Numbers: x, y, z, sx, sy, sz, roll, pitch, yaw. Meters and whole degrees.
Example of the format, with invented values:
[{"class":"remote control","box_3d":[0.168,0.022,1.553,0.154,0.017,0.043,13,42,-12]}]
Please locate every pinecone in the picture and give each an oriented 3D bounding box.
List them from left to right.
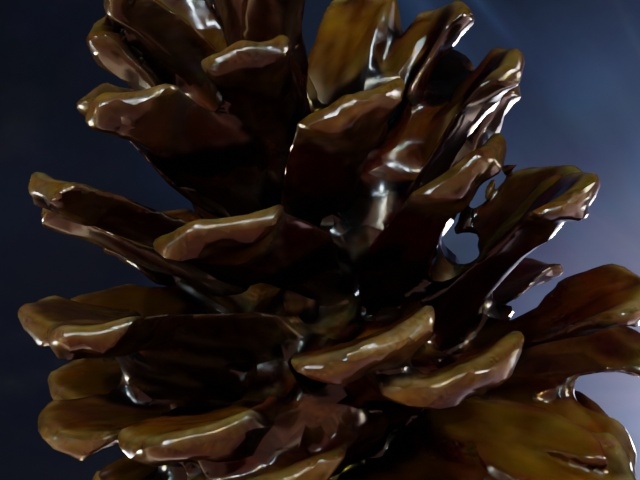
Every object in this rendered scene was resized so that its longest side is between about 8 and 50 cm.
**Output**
[{"class":"pinecone","box_3d":[0.000,0.000,0.761,0.384,0.384,0.384,-8,-41,-7]}]
